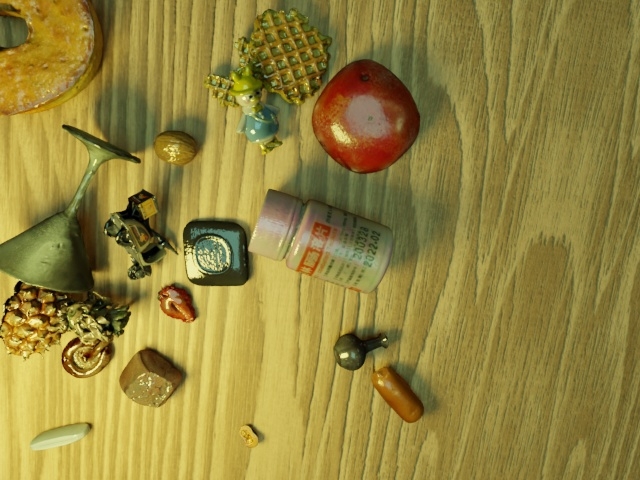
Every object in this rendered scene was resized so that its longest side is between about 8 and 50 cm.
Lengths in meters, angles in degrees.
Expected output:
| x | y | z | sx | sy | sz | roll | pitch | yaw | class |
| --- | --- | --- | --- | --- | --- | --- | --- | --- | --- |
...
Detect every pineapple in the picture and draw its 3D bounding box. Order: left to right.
| x | y | z | sx | sy | sz | roll | pitch | yaw | class |
| --- | --- | --- | --- | --- | --- | --- | --- | --- | --- |
| -0.698 | 0.227 | 1.153 | 0.272 | 0.262 | 0.262 | 8 | 100 | -7 | pineapple |

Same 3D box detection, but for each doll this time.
| x | y | z | sx | sy | sz | roll | pitch | yaw | class |
| --- | --- | --- | --- | --- | --- | --- | --- | --- | --- |
| -0.186 | -0.365 | 1.135 | 0.135 | 0.098 | 0.241 | -17 | 128 | 2 | doll |

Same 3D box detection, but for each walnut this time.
| x | y | z | sx | sy | sz | roll | pitch | yaw | class |
| --- | --- | --- | --- | --- | --- | --- | --- | --- | --- |
| -0.422 | -0.270 | 1.164 | 0.125 | 0.105 | 0.105 | 16 | 99 | -4 | walnut |

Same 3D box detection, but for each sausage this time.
| x | y | z | sx | sy | sz | roll | pitch | yaw | class |
| --- | --- | --- | --- | --- | --- | --- | --- | --- | --- |
| 0.267 | 0.527 | 1.370 | 0.098 | 0.098 | 0.238 | -38 | 102 | 3 | sausage |

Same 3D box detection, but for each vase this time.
| x | y | z | sx | sy | sz | roll | pitch | yaw | class |
| --- | --- | --- | --- | --- | --- | --- | --- | --- | --- |
| 0.138 | 0.353 | 1.322 | 0.183 | 0.120 | 0.120 | -16 | 102 | -16 | vase |

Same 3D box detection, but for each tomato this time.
| x | y | z | sx | sy | sz | roll | pitch | yaw | class |
| --- | --- | --- | --- | --- | --- | --- | --- | --- | --- |
| 0.141 | -0.356 | 1.170 | 0.338 | 0.143 | 0.338 | 0 | 100 | -2 | tomato |

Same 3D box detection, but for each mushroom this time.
| x | y | z | sx | sy | sz | roll | pitch | yaw | class |
| --- | --- | --- | --- | --- | --- | --- | --- | --- | --- |
| -0.724 | 0.353 | 1.265 | 0.171 | 0.080 | 0.135 | -34 | 114 | 2 | mushroom |

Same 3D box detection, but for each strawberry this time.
| x | y | z | sx | sy | sz | roll | pitch | yaw | class |
| --- | --- | --- | --- | --- | --- | --- | --- | --- | --- |
| -0.458 | 0.206 | 1.274 | 0.104 | 0.048 | 0.152 | -43 | 98 | 7 | strawberry |

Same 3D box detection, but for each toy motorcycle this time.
| x | y | z | sx | sy | sz | roll | pitch | yaw | class |
| --- | --- | --- | --- | --- | --- | --- | --- | --- | --- |
| -0.512 | 0.000 | 1.151 | 0.091 | 0.157 | 0.263 | 29 | 141 | 26 | toy motorcycle |

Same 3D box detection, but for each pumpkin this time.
| x | y | z | sx | sy | sz | roll | pitch | yaw | class |
| --- | --- | --- | --- | --- | --- | --- | --- | --- | --- |
| -0.246 | 0.673 | 1.387 | 0.050 | 0.028 | 0.083 | -31 | 93 | 0 | pumpkin |

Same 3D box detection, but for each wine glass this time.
| x | y | z | sx | sy | sz | roll | pitch | yaw | class |
| --- | --- | --- | --- | --- | --- | --- | --- | --- | --- |
| -0.683 | -0.090 | 1.103 | 0.267 | 0.267 | 0.406 | 27 | 95 | -9 | wine glass |

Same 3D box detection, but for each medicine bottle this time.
| x | y | z | sx | sy | sz | roll | pitch | yaw | class |
| --- | --- | --- | --- | --- | --- | --- | --- | --- | --- |
| 0.000 | 0.000 | 1.184 | 0.388 | 0.219 | 0.219 | 20 | 98 | -8 | medicine bottle |

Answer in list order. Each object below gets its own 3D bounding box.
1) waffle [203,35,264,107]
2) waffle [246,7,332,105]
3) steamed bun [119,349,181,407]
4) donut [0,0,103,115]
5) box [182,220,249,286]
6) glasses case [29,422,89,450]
| x | y | z | sx | sy | sz | roll | pitch | yaw | class |
| --- | --- | --- | --- | --- | --- | --- | --- | --- | --- |
| -0.239 | -0.479 | 1.160 | 0.194 | 0.051 | 0.149 | -35 | 105 | 4 | waffle |
| -0.088 | -0.528 | 1.142 | 0.238 | 0.059 | 0.243 | 18 | 94 | -20 | waffle |
| -0.549 | 0.451 | 1.283 | 0.175 | 0.106 | 0.145 | 38 | 95 | -12 | steamed bun |
| -0.768 | -0.530 | 1.057 | 0.378 | 0.163 | 0.435 | 13 | 97 | -8 | donut |
| -0.326 | 0.043 | 1.256 | 0.201 | 0.042 | 0.212 | -1 | 100 | -2 | box |
| -0.852 | 0.642 | 1.313 | 0.179 | 0.067 | 0.045 | -13 | 99 | -2 | glasses case |
